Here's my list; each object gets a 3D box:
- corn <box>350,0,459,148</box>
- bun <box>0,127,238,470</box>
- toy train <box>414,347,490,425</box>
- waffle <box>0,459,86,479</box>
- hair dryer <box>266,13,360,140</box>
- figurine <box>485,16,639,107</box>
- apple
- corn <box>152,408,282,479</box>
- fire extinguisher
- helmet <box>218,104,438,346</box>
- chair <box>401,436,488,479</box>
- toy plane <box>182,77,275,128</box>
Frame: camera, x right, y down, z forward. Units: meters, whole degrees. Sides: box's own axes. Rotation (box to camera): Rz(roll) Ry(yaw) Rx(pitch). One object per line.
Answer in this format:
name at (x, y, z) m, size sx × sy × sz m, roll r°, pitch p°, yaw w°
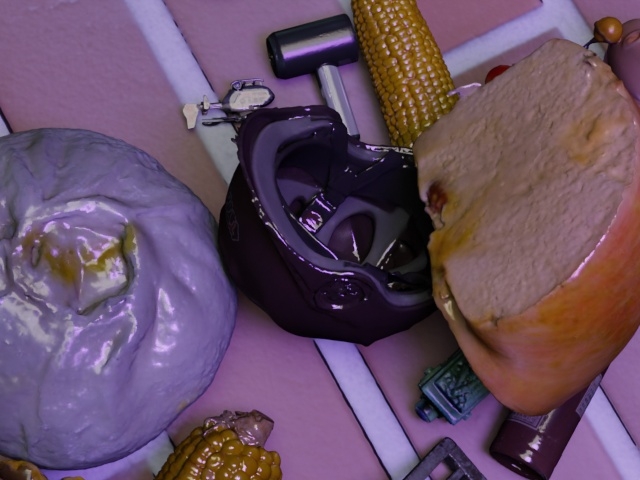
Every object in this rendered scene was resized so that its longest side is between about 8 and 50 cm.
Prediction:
corn at (0.101, -0.188, 1.358) m, size 0.091 × 0.091 × 0.260 m, roll -6°, pitch 73°, yaw -42°
bun at (-0.257, 0.046, 1.205) m, size 0.362 × 0.211 × 0.361 m, roll 2°, pitch 73°, yaw -6°
toy train at (0.173, 0.131, 1.275) m, size 0.172 × 0.099 × 0.070 m, roll -41°, pitch 85°, yaw -13°
waffle at (-0.270, 0.361, 1.117) m, size 0.329 × 0.062 × 0.329 m, roll -5°, pitch 77°, yaw 22°
hair dryer at (0.012, -0.158, 1.368) m, size 0.100 × 0.057 × 0.197 m, roll -18°, pitch 83°, yaw -7°
figurine at (0.338, -0.154, 1.334) m, size 0.287 × 0.186 × 0.176 m, roll -13°, pitch 50°, yaw 9°
apple at (0.219, -0.005, 1.161) m, size 0.252 × 0.314 × 0.309 m, roll -5°, pitch 46°, yaw -9°
corn at (-0.150, 0.306, 1.194) m, size 0.119 × 0.119 × 0.322 m, roll 38°, pitch 80°, yaw 6°
fire extinguisher at (0.269, 0.145, 1.280) m, size 0.071 × 0.099 × 0.231 m, roll 33°, pitch 76°, yaw 0°
helmet at (0.000, 0.000, 1.224) m, size 0.305 × 0.177 × 0.225 m, roll 18°, pitch 47°, yaw -28°
chair at (0.072, 0.337, 1.210) m, size 0.136 × 0.147 × 0.270 m, roll 49°, pitch 33°, yaw 6°
toy plane at (-0.098, -0.157, 1.365) m, size 0.121 × 0.031 × 0.049 m, roll -6°, pitch 84°, yaw -9°
